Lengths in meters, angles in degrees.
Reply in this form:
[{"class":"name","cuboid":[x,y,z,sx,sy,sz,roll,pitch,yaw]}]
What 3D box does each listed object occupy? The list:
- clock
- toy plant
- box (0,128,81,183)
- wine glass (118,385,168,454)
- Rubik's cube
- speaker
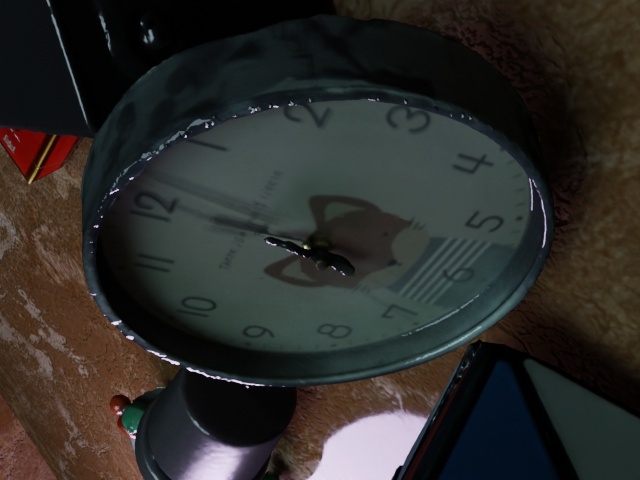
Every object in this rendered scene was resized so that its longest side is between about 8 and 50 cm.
[{"class":"clock","cuboid":[0.000,0.000,0.500,0.325,0.325,0.067,108,161,-48]},{"class":"toy plant","cuboid":[-0.155,0.291,0.999,0.279,0.185,0.400,13,140,-16]},{"class":"box","cuboid":[-0.391,-0.189,0.972,0.153,0.074,0.240,53,146,-7]},{"class":"wine glass","cuboid":[-0.258,0.354,1.219,0.111,0.111,0.204,14,131,42]},{"class":"Rubik's cube","cuboid":[0.151,0.268,0.535,0.246,0.250,0.248,28,141,12]},{"class":"speaker","cuboid":[-0.141,-0.230,0.526,0.184,0.232,0.254,11,121,44]}]
